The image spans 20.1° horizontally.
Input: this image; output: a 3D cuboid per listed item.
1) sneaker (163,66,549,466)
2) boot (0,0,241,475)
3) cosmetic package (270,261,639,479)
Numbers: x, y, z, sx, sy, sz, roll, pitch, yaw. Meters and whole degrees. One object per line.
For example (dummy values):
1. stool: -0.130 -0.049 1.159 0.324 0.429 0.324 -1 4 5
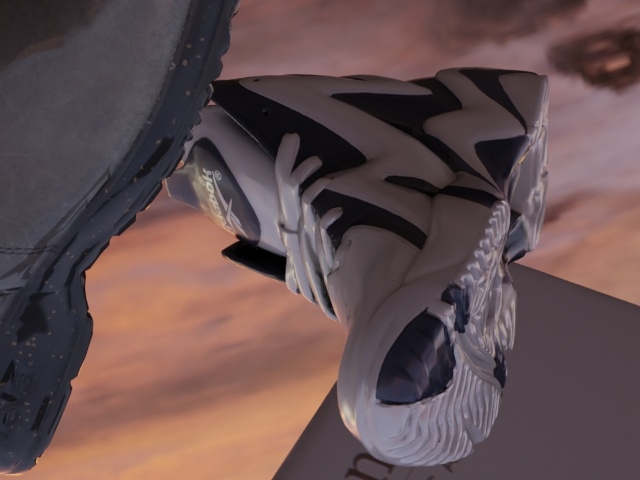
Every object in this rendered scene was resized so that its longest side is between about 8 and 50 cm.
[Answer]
1. sneaker: 0.000 0.000 0.700 0.153 0.094 0.235 4 -143 14
2. boot: -0.123 -0.039 0.463 0.161 0.083 0.246 10 117 -29
3. cosmetic package: 0.155 0.267 0.896 0.329 0.394 0.327 -54 157 -42
